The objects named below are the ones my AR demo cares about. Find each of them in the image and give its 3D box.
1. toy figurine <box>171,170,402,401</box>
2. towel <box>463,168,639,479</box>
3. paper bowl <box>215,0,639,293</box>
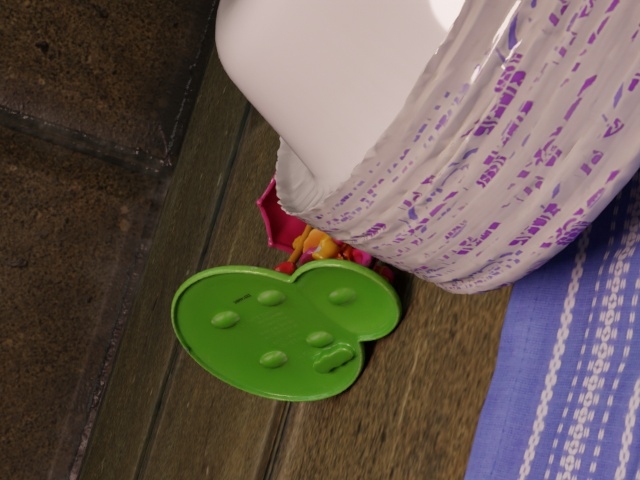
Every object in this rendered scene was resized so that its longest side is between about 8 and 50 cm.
[{"bbox_3d":[0.000,0.000,0.980,0.173,0.130,0.159,-28,31,42],"label":"toy figurine"},{"bbox_3d":[0.129,0.025,0.490,0.336,0.040,0.243,165,122,-76],"label":"towel"},{"bbox_3d":[0.057,-0.131,0.607,0.284,0.148,0.284,-59,15,27],"label":"paper bowl"}]
